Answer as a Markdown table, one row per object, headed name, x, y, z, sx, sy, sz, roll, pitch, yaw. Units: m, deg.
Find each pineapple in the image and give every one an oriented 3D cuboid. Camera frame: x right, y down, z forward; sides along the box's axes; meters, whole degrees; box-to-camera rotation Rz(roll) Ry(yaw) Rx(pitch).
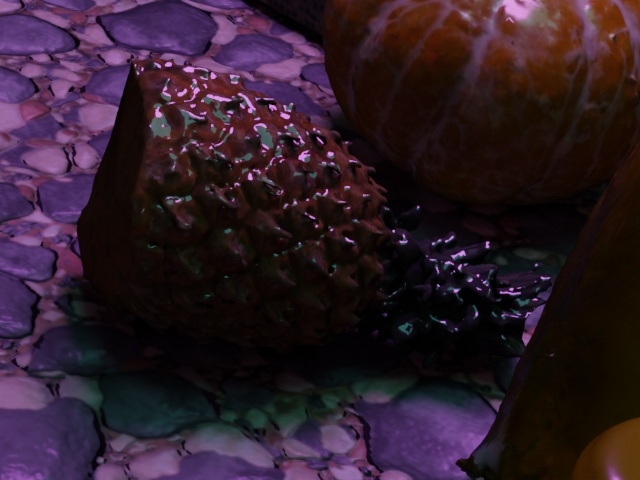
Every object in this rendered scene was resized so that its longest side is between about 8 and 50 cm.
| name | x | y | z | sx | sy | sz | roll | pitch | yaw |
| --- | --- | --- | --- | --- | --- | --- | --- | --- | --- |
| pineapple | 0.000 | 0.000 | 1.425 | 0.362 | 0.202 | 0.202 | 16 | 29 | -20 |

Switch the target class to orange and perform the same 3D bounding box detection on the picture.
| name | x | y | z | sx | sy | sz | roll | pitch | yaw |
| --- | --- | --- | --- | --- | --- | --- | --- | --- | --- |
| orange | 0.159 | -0.174 | 1.683 | 0.329 | 0.249 | 0.329 | 13 | 49 | -15 |

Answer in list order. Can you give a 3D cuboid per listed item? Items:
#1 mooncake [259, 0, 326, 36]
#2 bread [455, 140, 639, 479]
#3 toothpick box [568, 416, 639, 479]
| name | x | y | z | sx | sy | sz | roll | pitch | yaw |
| --- | --- | --- | --- | --- | --- | --- | --- | --- | --- |
| mooncake | 0.067 | -0.295 | 1.960 | 0.254 | 0.136 | 0.250 | 34 | 40 | 30 |
| bread | 0.245 | 0.072 | 1.230 | 0.208 | 0.376 | 0.251 | 28 | 3 | 7 |
| toothpick box | 0.185 | 0.246 | 1.018 | 0.175 | 0.271 | 0.175 | 12 | 26 | -6 |
